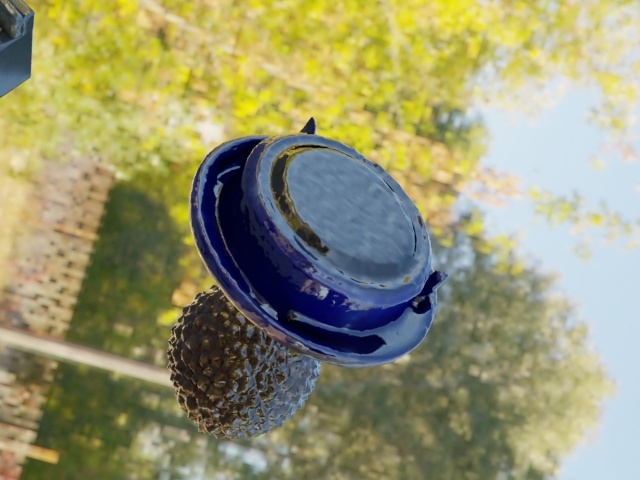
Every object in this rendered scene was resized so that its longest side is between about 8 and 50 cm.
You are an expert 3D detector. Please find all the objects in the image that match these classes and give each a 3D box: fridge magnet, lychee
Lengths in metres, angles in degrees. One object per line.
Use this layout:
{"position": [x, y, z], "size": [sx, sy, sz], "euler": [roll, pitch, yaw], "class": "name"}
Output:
{"position": [0.000, 0.000, 1.334], "size": [0.113, 0.265, 0.265], "euler": [-51, -160, 38], "class": "fridge magnet"}
{"position": [-0.088, 0.132, 1.685], "size": [0.238, 0.200, 0.200], "euler": [-72, -178, -57], "class": "lychee"}

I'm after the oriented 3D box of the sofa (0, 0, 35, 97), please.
{"position": [-0.282, -0.177, 1.063], "size": [0.060, 0.147, 0.085], "euler": [-37, 164, -31], "class": "sofa"}
